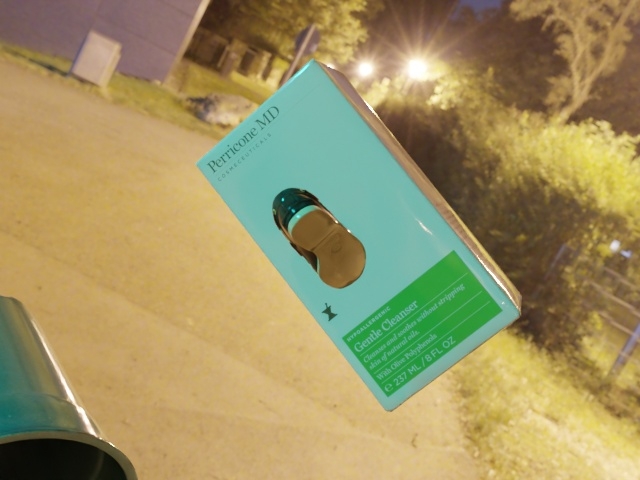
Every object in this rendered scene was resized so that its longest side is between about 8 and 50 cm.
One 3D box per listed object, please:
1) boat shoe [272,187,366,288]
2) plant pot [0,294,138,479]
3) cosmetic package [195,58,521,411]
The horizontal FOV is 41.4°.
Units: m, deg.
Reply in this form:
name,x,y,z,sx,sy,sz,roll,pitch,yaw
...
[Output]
name,x,y,z,sx,sy,sz,roll,pitch,yaw
boat shoe,0.001,-0.001,0.739,0.042,0.049,0.133,49,0,38
plant pot,-0.463,0.260,1.137,0.341,0.341,0.334,20,22,-44
cosmetic package,0.050,-0.010,1.009,0.365,0.197,0.155,50,14,5
